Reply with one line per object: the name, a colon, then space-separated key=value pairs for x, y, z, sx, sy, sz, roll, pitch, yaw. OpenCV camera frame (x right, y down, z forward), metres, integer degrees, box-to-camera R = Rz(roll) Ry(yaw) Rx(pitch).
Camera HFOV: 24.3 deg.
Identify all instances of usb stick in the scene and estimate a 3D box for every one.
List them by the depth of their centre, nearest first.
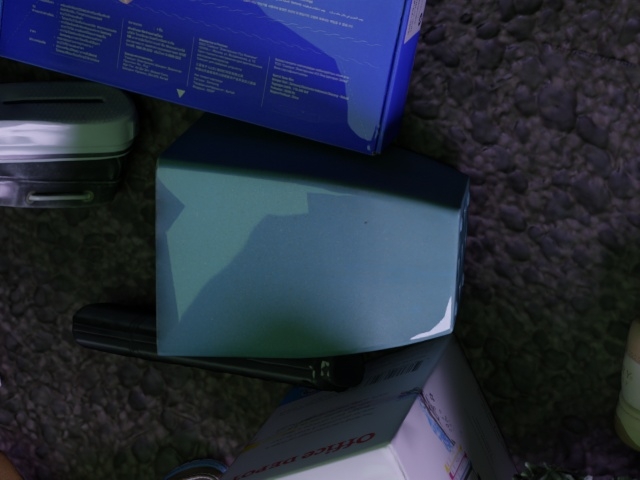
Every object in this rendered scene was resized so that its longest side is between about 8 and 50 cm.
usb stick: x=-0.094 y=0.091 z=1.289 sx=0.278 sy=0.077 sz=0.045 roll=7 pitch=87 yaw=31

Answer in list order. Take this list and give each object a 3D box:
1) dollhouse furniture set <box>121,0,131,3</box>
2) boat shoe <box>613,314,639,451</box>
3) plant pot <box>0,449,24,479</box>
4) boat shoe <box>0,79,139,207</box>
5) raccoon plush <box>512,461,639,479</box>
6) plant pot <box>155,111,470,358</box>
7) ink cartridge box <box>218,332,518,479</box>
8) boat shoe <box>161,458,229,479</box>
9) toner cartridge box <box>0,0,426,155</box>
dollhouse furniture set: x=-0.210 y=-0.203 z=1.182 sx=0.114 sy=0.091 sz=0.081 roll=36 pitch=130 yaw=1
boat shoe: x=0.400 y=0.132 z=1.143 sx=0.341 sy=0.121 sz=0.110 roll=9 pitch=111 yaw=17
plant pot: x=-0.325 y=0.337 z=1.413 sx=0.237 sy=0.237 sz=0.254 roll=-16 pitch=87 yaw=22
boat shoe: x=-0.316 y=-0.064 z=1.245 sx=0.335 sy=0.121 sz=0.119 roll=0 pitch=119 yaw=-20
raccoon plush: x=0.323 y=0.245 z=1.070 sx=0.299 sy=0.216 sz=0.446 roll=22 pitch=149 yaw=-19
plant pot: x=0.000 y=0.000 z=1.214 sx=0.234 sy=0.165 sz=0.165 roll=5 pitch=109 yaw=10
ink cartridge box: x=0.044 y=0.213 z=1.226 sx=0.171 sy=0.233 sz=0.168 roll=-21 pitch=100 yaw=23
boat shoe: x=-0.154 y=0.271 z=1.402 sx=0.183 sy=0.066 sz=0.066 roll=-37 pitch=94 yaw=25
toner cartridge box: x=-0.092 y=-0.196 z=1.224 sx=0.348 sy=0.075 sz=0.165 roll=16 pitch=110 yaw=13
